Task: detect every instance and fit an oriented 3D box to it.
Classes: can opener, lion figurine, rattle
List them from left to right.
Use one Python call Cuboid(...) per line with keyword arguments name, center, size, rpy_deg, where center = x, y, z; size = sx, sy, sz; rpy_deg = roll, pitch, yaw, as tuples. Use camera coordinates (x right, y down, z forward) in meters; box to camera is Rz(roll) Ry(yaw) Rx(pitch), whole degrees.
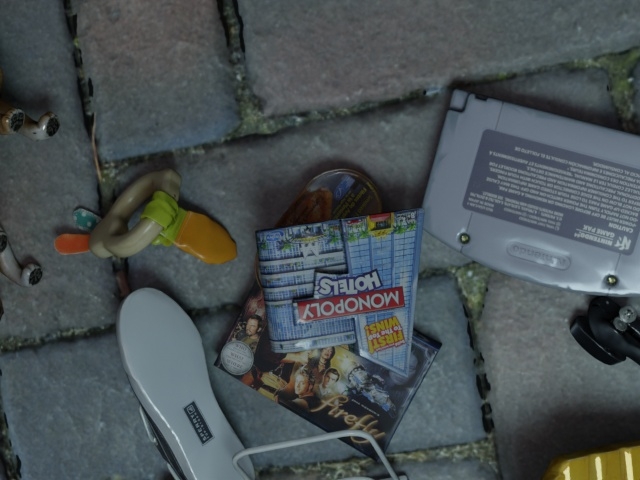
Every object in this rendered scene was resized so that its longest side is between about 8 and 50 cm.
Cuboid(name="lion figurine", center=(-0.477, -0.104, 1.312), size=(0.240, 0.142, 0.392), rpy_deg=(20, 104, 20))
Cuboid(name="rattle", center=(-0.231, -0.003, 1.310), size=(0.200, 0.143, 0.130), rpy_deg=(-31, 54, 30))
Cuboid(name="can opener", center=(0.383, 0.132, 1.155), size=(0.186, 0.073, 0.059), rpy_deg=(34, 63, 7))

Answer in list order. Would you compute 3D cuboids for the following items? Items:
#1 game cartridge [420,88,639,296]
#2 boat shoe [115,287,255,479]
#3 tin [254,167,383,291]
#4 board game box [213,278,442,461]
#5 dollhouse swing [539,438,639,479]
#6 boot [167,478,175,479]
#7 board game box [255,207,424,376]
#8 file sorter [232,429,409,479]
Cuboid(name="game cartridge", center=(0.273, -0.047, 1.163), size=(0.297, 0.062, 0.198), rpy_deg=(17, 103, 13))
Cuboid(name="boat shoe", center=(-0.187, 0.207, 1.280), size=(0.102, 0.108, 0.301), rpy_deg=(-22, 97, 53))
Cuboid(name="tin", center=(0.000, 0.000, 1.219), size=(0.106, 0.040, 0.189), rpy_deg=(36, 83, 15))
Cuboid(name="board game box", center=(0.007, 0.144, 1.253), size=(0.243, 0.042, 0.165), rpy_deg=(28, 101, 11))
Cuboid(name="dollhouse swing", center=(0.409, 0.379, 0.965), size=(0.347, 0.305, 0.315), rpy_deg=(-7, 94, -14))
Cuboid(name="boot", center=(-0.187, 0.428, 1.315), size=(0.152, 0.073, 0.197), rpy_deg=(-38, 82, 19))
Cuboid(name="board game box", center=(0.034, 0.070, 1.162), size=(0.194, 0.060, 0.194), rpy_deg=(-9, 92, -12))
Cuboid(name="file sorter", center=(0.000, 0.378, 1.132), size=(0.193, 0.173, 0.277), rpy_deg=(-13, 47, 13))
